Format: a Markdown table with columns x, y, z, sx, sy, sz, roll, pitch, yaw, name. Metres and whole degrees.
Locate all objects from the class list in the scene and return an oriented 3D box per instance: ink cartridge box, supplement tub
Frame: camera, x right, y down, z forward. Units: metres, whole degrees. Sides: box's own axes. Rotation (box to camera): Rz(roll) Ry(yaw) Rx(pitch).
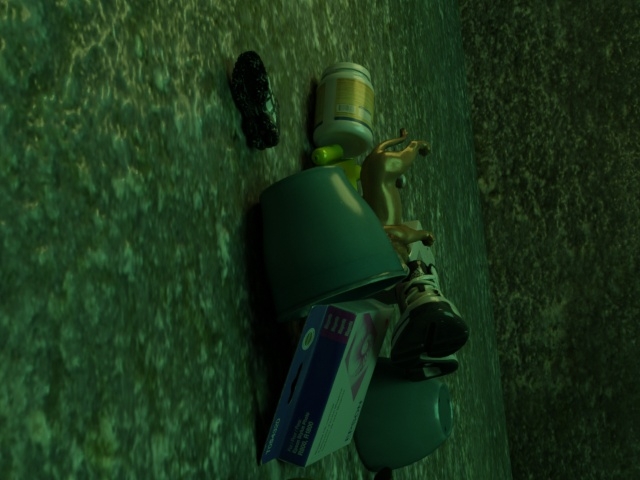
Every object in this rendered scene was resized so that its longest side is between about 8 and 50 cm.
| x | y | z | sx | sy | sz | roll | pitch | yaw | name |
| --- | --- | --- | --- | --- | --- | --- | --- | --- | --- |
| 0.025 | 0.282 | 1.559 | 0.330 | 0.072 | 0.323 | 3 | 107 | -67 | ink cartridge box |
| 0.058 | -0.316 | 1.891 | 0.144 | 0.145 | 0.199 | 45 | 43 | -54 | supplement tub |

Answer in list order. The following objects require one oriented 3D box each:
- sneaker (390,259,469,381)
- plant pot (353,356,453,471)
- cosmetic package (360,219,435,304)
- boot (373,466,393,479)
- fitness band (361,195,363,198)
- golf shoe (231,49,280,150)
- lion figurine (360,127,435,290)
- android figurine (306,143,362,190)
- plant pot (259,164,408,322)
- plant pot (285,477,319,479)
| x | y | z | sx | sy | sz | roll | pitch | yaw | name |
| --- | --- | --- | --- | --- | --- | --- | --- | --- | --- |
| 0.212 | 0.147 | 1.746 | 0.447 | 0.169 | 0.257 | 73 | 3 | -67 | sneaker |
| 0.221 | 0.430 | 1.960 | 0.290 | 0.196 | 0.290 | -9 | 90 | -67 | plant pot |
| 0.178 | 0.061 | 1.992 | 0.151 | 0.184 | 0.151 | -69 | 143 | -47 | cosmetic package |
| 0.165 | 0.597 | 1.935 | 0.106 | 0.037 | 0.114 | -60 | 155 | 11 | boot |
| 0.066 | 0.009 | 1.788 | 0.291 | 0.054 | 0.208 | -30 | 117 | -54 | fitness band |
| -0.126 | -0.284 | 1.568 | 0.094 | 0.077 | 0.198 | -67 | 150 | -68 | golf shoe |
| 0.147 | -0.081 | 1.764 | 0.240 | 0.142 | 0.391 | 2 | 76 | -46 | lion figurine |
| 0.026 | -0.097 | 1.822 | 0.273 | 0.056 | 0.248 | -27 | 114 | -54 | android figurine |
| 0.000 | 0.000 | 1.546 | 0.272 | 0.272 | 0.255 | 3 | 64 | -66 | plant pot |
| -0.036 | 0.583 | 1.284 | 0.254 | 0.276 | 0.275 | -43 | 122 | -49 | plant pot |
